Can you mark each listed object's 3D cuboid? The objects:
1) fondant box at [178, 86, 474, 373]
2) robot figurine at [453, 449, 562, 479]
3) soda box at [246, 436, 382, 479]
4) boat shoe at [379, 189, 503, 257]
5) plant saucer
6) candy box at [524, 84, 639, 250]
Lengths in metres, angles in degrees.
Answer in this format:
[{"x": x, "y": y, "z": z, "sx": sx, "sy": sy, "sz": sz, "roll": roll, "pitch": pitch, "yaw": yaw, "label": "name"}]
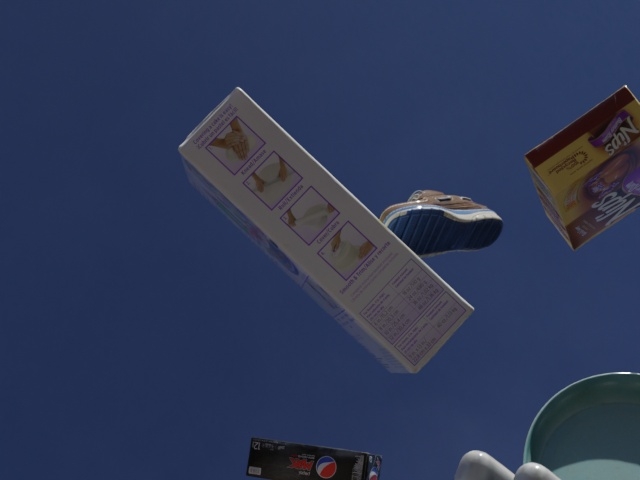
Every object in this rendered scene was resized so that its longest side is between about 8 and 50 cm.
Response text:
[{"x": 0.000, "y": 0.000, "z": 1.419, "sx": 0.330, "sy": 0.238, "sz": 0.096, "roll": 42, "pitch": -96, "yaw": 2, "label": "fondant box"}, {"x": 0.166, "y": 0.409, "z": 1.403, "sx": 0.300, "sy": 0.353, "sz": 0.200, "roll": 5, "pitch": -24, "yaw": 42, "label": "robot figurine"}, {"x": -0.008, "y": 0.294, "z": 1.720, "sx": 0.169, "sy": 0.053, "sz": 0.060, "roll": 5, "pitch": -10, "yaw": 25, "label": "soda box"}, {"x": 0.129, "y": -0.022, "z": 1.541, "sx": 0.183, "sy": 0.066, "sz": 0.066, "roll": 5, "pitch": -59, "yaw": -42, "label": "boat shoe"}, {"x": 0.405, "y": 0.312, "z": 1.652, "sx": 0.318, "sy": 0.317, "sz": 0.043, "roll": 0, "pitch": -37, "yaw": -8, "label": "plant saucer"}, {"x": 0.255, "y": -0.061, "z": 1.215, "sx": 0.109, "sy": 0.053, "sz": 0.186, "roll": -35, "pitch": -23, "yaw": 4, "label": "candy box"}]
